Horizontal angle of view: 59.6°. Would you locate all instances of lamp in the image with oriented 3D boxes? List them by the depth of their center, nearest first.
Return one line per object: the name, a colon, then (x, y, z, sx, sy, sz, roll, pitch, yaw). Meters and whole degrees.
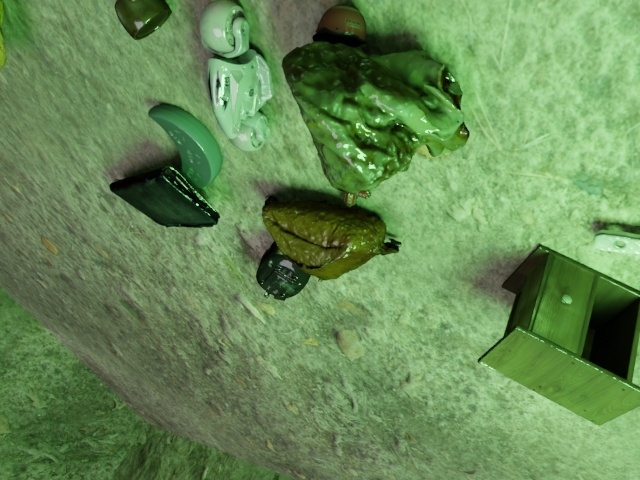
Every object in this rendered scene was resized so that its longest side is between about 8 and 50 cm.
lamp: (0.046, -0.100, 0.977, 0.083, 0.031, 0.063, 47, 142, -15)

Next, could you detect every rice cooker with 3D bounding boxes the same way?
rice cooker: (-0.073, 0.057, 1.201, 0.112, 0.106, 0.165, 32, 135, -8)

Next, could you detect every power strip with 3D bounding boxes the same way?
power strip: (-0.260, -0.167, 1.115, 0.137, 0.044, 0.216, 18, 143, 18)

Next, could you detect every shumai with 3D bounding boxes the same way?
shumai: (0.076, -0.179, 0.726, 0.218, 0.256, 0.189, -15, 118, 4)

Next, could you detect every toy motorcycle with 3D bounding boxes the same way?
toy motorcycle: (-0.136, -0.239, 0.870, 0.112, 0.112, 0.254, 16, 142, 22)

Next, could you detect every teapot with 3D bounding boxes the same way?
teapot: (-0.282, -0.360, 0.868, 0.068, 0.076, 0.121, 52, 172, -12)

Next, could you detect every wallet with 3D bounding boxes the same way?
wallet: (-0.340, -0.088, 1.226, 0.172, 0.045, 0.318, 43, 156, -28)

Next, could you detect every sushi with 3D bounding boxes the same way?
sushi: (0.000, 0.000, 1.051, 0.287, 0.140, 0.149, 11, 106, 29)

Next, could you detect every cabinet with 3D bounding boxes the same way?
cabinet: (0.396, 0.147, 0.889, 0.215, 0.175, 0.148, 27, 146, 8)

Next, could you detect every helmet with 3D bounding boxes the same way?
helmet: (0.027, -0.285, 0.739, 0.065, 0.049, 0.084, 5, -174, -31)

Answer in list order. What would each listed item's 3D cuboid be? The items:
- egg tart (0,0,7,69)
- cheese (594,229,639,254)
egg tart: (-0.687, -0.449, 1.022, 0.293, 0.123, 0.294, 17, 143, 14)
cheese: (0.504, 0.015, 0.746, 0.251, 0.054, 0.127, 9, 141, 30)
